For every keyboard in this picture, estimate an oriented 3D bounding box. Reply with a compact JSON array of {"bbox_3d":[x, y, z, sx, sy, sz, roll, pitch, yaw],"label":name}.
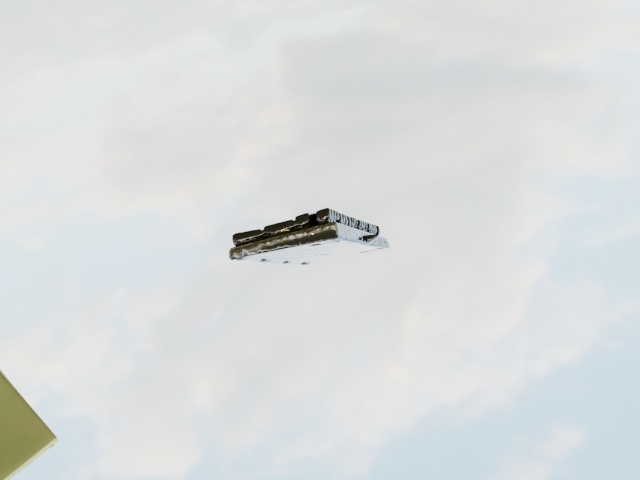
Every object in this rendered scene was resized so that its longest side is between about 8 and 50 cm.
[{"bbox_3d":[0.000,0.000,1.314,0.106,0.027,0.317,-12,176,9],"label":"keyboard"}]

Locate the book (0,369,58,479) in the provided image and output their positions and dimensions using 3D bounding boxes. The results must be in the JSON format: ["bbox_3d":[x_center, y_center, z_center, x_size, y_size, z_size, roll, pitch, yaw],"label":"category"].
[{"bbox_3d":[-0.257,0.151,1.045,0.111,0.077,0.014,-39,167,-18],"label":"book"}]
